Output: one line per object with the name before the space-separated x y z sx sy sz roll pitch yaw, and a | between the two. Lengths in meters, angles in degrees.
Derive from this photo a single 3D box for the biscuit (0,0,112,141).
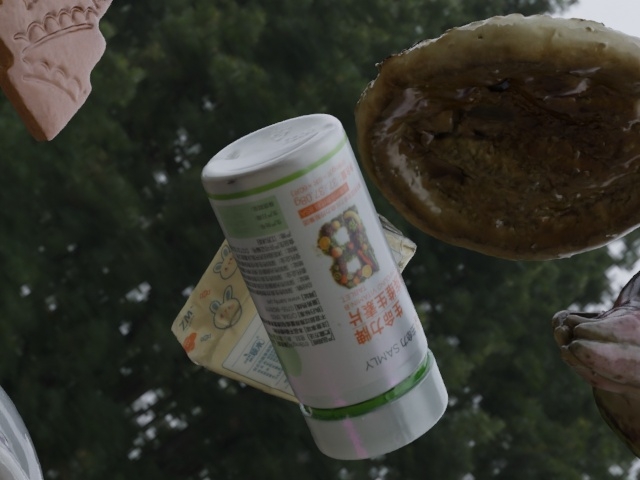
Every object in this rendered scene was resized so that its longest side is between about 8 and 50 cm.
biscuit | -0.363 -0.285 1.694 0.043 0.284 0.306 -2 -90 29

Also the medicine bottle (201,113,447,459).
medicine bottle | 0.004 0.026 0.724 0.086 0.086 0.183 9 -53 56

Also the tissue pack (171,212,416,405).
tissue pack | -0.027 0.044 1.191 0.148 0.196 0.092 27 9 -36

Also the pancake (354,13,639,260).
pancake | 0.197 -0.092 1.244 0.356 0.065 0.356 10 -36 7

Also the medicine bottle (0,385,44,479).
medicine bottle | -0.276 0.158 0.687 0.256 0.256 0.325 59 -20 -11

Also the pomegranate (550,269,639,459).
pomegranate | 0.210 0.068 0.775 0.163 0.138 0.125 19 16 -5
